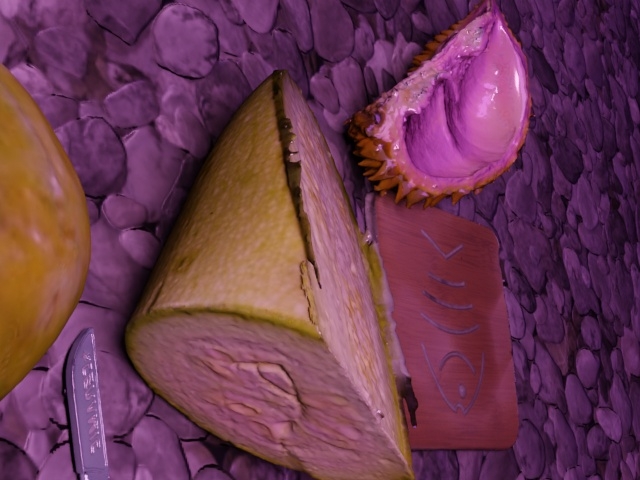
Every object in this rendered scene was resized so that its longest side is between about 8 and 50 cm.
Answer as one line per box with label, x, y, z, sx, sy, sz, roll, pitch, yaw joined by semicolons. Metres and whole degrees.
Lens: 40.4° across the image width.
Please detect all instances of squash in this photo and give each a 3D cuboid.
squash;0.000;0.000;0.699;0.233;0.210;0.309;59;43;-39

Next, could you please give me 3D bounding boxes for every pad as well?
pad;0.149;0.098;1.004;0.287;0.018;0.283;15;66;-48

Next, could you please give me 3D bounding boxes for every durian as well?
durian;0.139;-0.140;1.009;0.341;0.112;0.191;-48;125;-39

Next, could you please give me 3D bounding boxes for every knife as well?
knife;-0.156;0.165;0.600;0.028;0.015;0.210;-2;79;-45

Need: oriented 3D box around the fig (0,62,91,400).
fig;-0.237;-0.034;0.393;0.233;0.233;0.314;-39;115;-50
